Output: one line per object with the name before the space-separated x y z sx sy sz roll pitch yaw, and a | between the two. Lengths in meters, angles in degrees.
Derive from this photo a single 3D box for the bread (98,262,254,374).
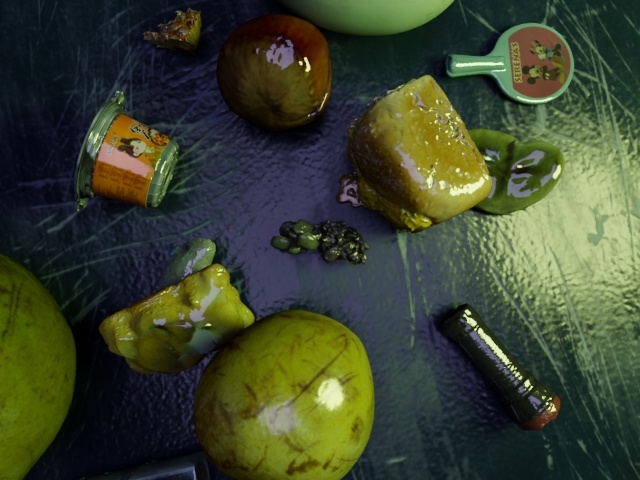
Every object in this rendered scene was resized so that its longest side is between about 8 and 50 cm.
bread | -0.236 0.151 0.787 0.233 0.088 0.160 -25 118 2

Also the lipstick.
lipstick | -0.339 0.437 0.801 0.290 0.076 0.077 -14 88 2

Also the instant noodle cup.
instant noodle cup | -0.320 -0.132 0.801 0.126 0.177 0.208 20 106 -12

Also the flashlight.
flashlight | 0.304 0.213 0.813 0.093 0.093 0.232 -39 81 -2

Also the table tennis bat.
table tennis bat | 0.351 -0.327 0.870 0.245 0.040 0.152 -3 87 -4

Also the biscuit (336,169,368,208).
biscuit | 0.075 -0.090 0.863 0.092 0.016 0.082 37 86 4

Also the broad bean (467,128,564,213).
broad bean | 0.321 -0.126 0.845 0.207 0.072 0.153 6 83 13

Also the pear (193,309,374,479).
pear | -0.050 0.243 0.727 0.284 0.283 0.283 0 86 0

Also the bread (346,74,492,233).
bread | 0.136 -0.132 0.773 0.176 0.195 0.246 -25 83 -14

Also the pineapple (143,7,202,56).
pineapple | -0.269 -0.377 0.869 0.114 0.077 0.114 -3 51 11

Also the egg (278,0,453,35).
egg | 0.053 -0.486 0.759 0.389 0.276 0.275 19 87 2

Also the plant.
plant | 0.000 0.000 0.829 0.174 0.087 0.085 8 51 4

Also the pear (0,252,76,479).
pear | -0.540 0.197 0.691 0.352 0.352 0.412 -7 90 0

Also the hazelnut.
hazelnut | -0.070 -0.299 0.804 0.208 0.208 0.208 0 86 0

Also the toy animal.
toy animal | -0.278 0.087 0.837 0.253 0.070 0.079 -40 52 9
